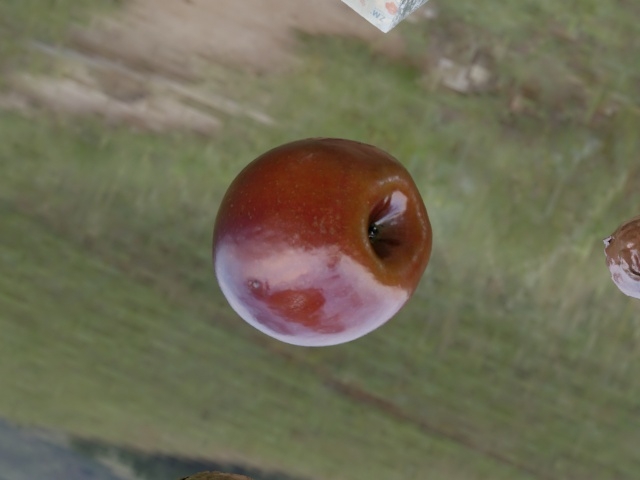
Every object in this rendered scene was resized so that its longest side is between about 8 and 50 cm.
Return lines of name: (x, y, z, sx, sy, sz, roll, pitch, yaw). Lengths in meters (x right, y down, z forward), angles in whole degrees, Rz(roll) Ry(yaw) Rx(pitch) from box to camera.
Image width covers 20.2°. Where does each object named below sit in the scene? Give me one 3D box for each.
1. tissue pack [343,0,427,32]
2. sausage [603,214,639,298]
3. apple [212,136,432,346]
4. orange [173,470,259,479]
tissue pack: (0.068, -0.401, 2.541, 0.196, 0.148, 0.092, 38, 137, 11)
sausage: (0.390, 0.039, 1.828, 0.094, 0.094, 0.419, 24, -178, 32)
apple: (0.000, 0.000, 1.868, 0.201, 0.218, 0.218, -6, 159, 41)
orange: (-0.096, 0.361, 1.760, 0.274, 0.274, 0.274, 23, 179, 1)
